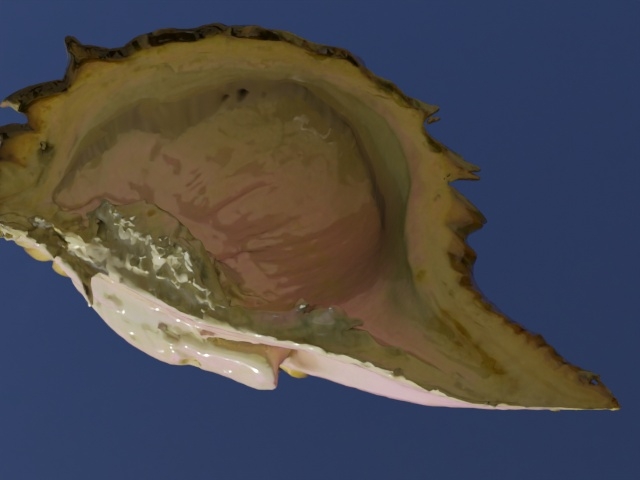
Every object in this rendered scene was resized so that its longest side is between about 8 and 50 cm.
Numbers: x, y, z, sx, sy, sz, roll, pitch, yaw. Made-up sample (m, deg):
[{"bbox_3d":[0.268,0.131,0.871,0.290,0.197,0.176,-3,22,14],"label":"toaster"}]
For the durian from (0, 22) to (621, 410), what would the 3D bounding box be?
[{"bbox_3d":[-0.005,0.011,0.527,0.224,0.078,0.140,33,-127,23],"label":"durian"}]
